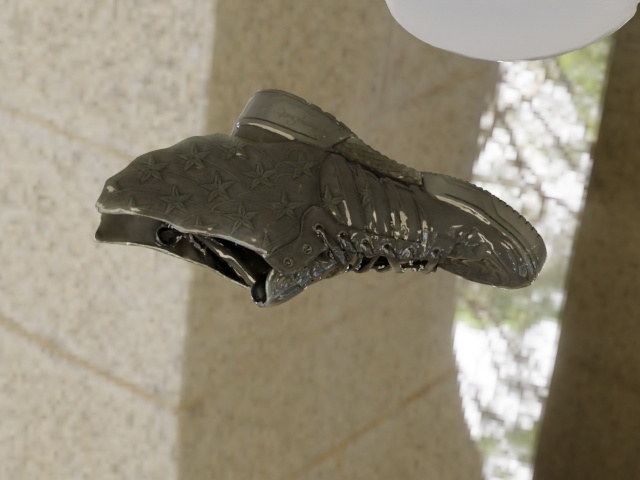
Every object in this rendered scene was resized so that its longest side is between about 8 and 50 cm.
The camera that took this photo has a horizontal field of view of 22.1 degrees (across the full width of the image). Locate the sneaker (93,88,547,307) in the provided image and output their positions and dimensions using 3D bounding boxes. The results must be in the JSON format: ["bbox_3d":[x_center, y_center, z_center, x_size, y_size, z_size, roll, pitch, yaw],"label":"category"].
[{"bbox_3d":[0.001,-0.001,0.670,0.170,0.051,0.089,29,-116,5],"label":"sneaker"}]

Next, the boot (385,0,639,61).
[{"bbox_3d":[0.087,-0.161,0.548,0.095,0.123,0.258,16,160,-5],"label":"boot"}]
